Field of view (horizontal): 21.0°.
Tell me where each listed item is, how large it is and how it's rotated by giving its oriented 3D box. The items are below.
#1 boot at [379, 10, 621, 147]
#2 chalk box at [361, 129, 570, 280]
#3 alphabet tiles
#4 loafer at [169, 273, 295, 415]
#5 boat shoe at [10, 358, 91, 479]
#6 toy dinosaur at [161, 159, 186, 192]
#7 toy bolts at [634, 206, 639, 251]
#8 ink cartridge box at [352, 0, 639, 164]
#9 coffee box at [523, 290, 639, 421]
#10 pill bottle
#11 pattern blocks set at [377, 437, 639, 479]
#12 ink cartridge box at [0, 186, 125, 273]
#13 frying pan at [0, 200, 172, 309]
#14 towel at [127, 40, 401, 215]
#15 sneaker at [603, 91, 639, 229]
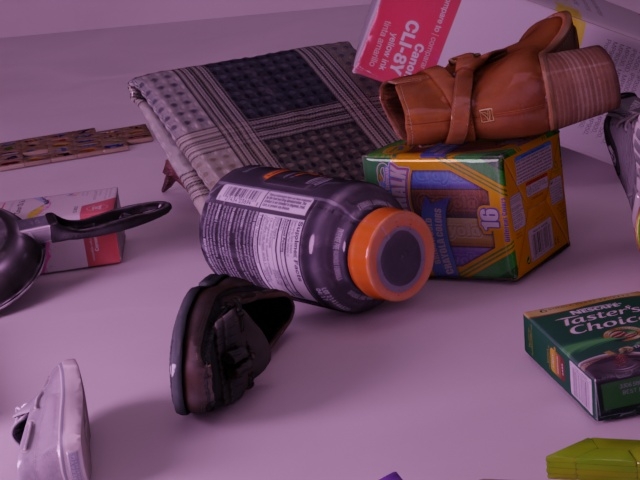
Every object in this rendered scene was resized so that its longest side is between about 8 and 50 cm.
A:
[{"bbox_3d":[0.170,-0.155,1.783,0.220,0.109,0.283,-12,20,-2],"label":"boot"},{"bbox_3d":[0.131,-0.042,1.781,0.213,0.132,0.132,3,18,33],"label":"chalk box"},{"bbox_3d":[-0.380,-0.148,2.654,0.237,0.009,0.198,-10,15,-9],"label":"alphabet tiles"},{"bbox_3d":[-0.075,0.082,1.519,0.084,0.096,0.267,0,14,5],"label":"loafer"},{"bbox_3d":[-0.221,0.151,1.402,0.063,0.066,0.184,-8,25,-6],"label":"boat shoe"},{"bbox_3d":[-0.112,-0.100,2.157,0.296,0.127,0.200,-12,33,27],"label":"toy dinosaur"},{"bbox_3d":[0.421,-0.051,1.603,0.229,0.218,0.158,14,4,9],"label":"toy bolts"},{"bbox_3d":[0.248,-0.236,2.113,0.385,0.160,0.279,19,16,-2],"label":"ink cartridge box"},{"bbox_3d":[0.245,0.092,1.413,0.113,0.040,0.184,-10,15,-8],"label":"coffee box"},{"bbox_3d":[0.000,0.000,1.701,0.130,0.130,0.246,-19,20,-37],"label":"pill bottle"},{"bbox_3d":[0.157,0.194,1.109,0.325,0.026,0.285,2,18,31],"label":"pattern blocks set"},{"bbox_3d":[-0.331,-0.007,2.001,0.198,0.067,0.115,-8,16,-2],"label":"ink cartridge box"},{"bbox_3d":[-0.333,0.017,1.861,0.326,0.053,0.197,-5,38,7],"label":"frying pan"},{"bbox_3d":[-0.024,-0.108,2.020,0.312,0.056,0.324,-13,47,-28],"label":"towel"},{"bbox_3d":[0.322,-0.122,1.684,0.086,0.228,0.132,-8,45,-14],"label":"sneaker"}]
